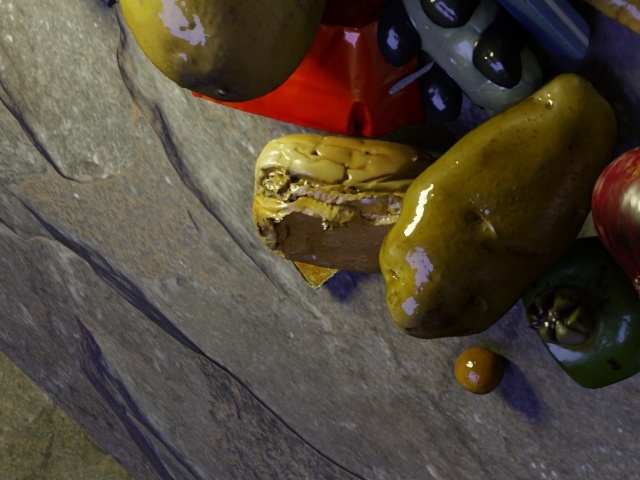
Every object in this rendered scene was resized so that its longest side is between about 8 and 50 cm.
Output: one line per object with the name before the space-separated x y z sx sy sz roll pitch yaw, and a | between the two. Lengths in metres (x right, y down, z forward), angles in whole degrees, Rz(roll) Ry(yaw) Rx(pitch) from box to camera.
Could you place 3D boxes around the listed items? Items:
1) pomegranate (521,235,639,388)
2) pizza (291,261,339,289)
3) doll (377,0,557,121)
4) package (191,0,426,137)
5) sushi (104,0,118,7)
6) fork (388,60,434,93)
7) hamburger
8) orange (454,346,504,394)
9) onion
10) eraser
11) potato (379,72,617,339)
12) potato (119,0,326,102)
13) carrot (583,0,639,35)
pomegranate | 0.351 0.071 1.408 0.241 0.190 0.159 28 127 -34
pizza | 0.000 0.000 1.830 0.176 0.036 0.184 -8 119 47
doll | 0.178 -0.237 1.314 0.234 0.135 0.143 49 143 -16
package | -0.055 -0.270 1.522 0.423 0.123 0.196 20 137 29
sushi | -0.350 -0.511 1.609 0.339 0.069 0.320 -13 117 51
fork | 0.136 -0.222 1.417 0.016 0.115 0.012 56 -172 -9
hamburger | 0.051 -0.051 1.529 0.318 0.158 0.318 5 168 1
orange | 0.253 0.209 1.760 0.085 0.085 0.085 27 142 23
onion | 0.449 -0.028 1.221 0.273 0.285 0.273 35 -174 -4
eraser | 0.219 -0.282 1.220 0.225 0.036 0.082 34 -179 -36
potato | 0.213 -0.037 1.326 0.195 0.176 0.369 41 105 5
potato | -0.151 -0.341 1.241 0.290 0.296 0.397 -4 157 39
carrot | 0.312 -0.277 1.194 0.342 0.070 0.070 36 145 7
